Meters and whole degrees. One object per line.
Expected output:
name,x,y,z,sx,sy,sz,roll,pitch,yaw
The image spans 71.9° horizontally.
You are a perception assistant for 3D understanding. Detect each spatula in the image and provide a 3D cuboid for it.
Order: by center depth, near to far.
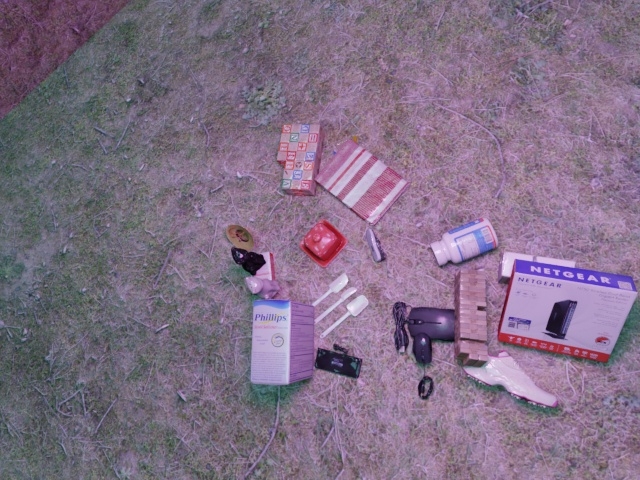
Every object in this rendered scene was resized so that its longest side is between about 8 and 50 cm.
spatula,0.054,0.266,1.753,0.242,0.019,0.168,-41,70,3

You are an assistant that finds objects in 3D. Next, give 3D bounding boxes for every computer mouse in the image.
computer mouse,0.366,0.449,1.574,0.071,0.041,0.242,-4,92,18
computer mouse,0.400,0.312,1.614,0.272,0.072,0.188,-4,75,15

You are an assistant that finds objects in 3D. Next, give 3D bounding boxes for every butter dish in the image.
butter dish,0.000,0.000,1.781,0.160,0.118,0.160,42,90,21

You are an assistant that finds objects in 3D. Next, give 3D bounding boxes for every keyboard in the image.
keyboard,0.070,0.456,1.701,0.180,0.023,0.108,10,86,17

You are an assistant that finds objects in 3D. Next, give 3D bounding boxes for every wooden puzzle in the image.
wooden puzzle,0.108,-0.404,1.907,0.116,0.014,0.078,-16,68,11

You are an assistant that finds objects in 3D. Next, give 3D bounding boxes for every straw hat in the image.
straw hat,-0.331,-0.028,1.911,0.144,0.144,0.061,17,40,19

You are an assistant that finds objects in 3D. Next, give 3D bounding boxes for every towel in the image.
towel,0.168,-0.244,1.831,0.329,0.037,0.237,40,88,16

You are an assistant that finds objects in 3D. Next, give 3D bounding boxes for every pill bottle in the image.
pill bottle,0.524,0.011,1.626,0.221,0.124,0.124,-22,72,10

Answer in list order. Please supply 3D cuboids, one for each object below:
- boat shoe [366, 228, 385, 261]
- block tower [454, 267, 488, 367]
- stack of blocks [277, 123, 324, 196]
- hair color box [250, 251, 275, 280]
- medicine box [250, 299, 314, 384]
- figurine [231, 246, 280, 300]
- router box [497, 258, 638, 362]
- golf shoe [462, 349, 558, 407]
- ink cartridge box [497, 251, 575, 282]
boat shoe,0.220,0.017,1.757,0.040,0.049,0.142,-8,69,-21
block tower,0.518,0.255,1.530,0.091,0.097,0.335,6,61,4
stack of blocks,-0.093,-0.348,1.910,0.171,0.087,0.297,4,78,17
hair color box,-0.242,0.140,1.851,0.093,0.053,0.167,-10,73,12
medicine box,-0.133,0.374,1.644,0.149,0.263,0.289,-4,77,17
figurine,-0.260,0.131,1.718,0.092,0.209,0.215,-32,71,5
router box,0.773,0.227,1.424,0.335,0.301,0.082,9,35,18
golf shoe,0.648,0.455,1.489,0.306,0.115,0.140,21,80,19
ink cartridge box,0.734,0.110,1.521,0.218,0.158,0.092,10,79,19
